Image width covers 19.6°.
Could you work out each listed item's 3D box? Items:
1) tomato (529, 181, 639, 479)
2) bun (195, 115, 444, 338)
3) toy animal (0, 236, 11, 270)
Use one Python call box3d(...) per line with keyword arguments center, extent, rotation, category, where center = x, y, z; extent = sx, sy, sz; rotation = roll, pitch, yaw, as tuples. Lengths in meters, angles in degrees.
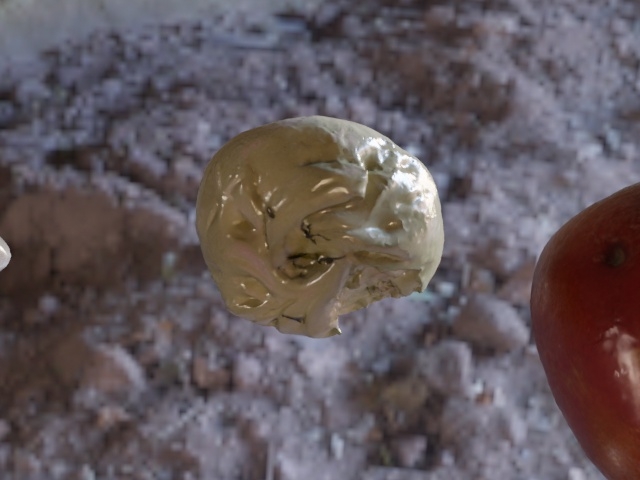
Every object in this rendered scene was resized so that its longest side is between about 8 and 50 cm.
box3d(center=(0.341, 0.060, 1.519), extent=(0.338, 0.144, 0.338), rotation=(-3, 68, 6), category="tomato")
box3d(center=(0.000, 0.000, 1.631), extent=(0.237, 0.210, 0.116), rotation=(20, 34, -22), category="bun")
box3d(center=(-0.447, -0.068, 1.800), extent=(0.188, 0.308, 0.266), rotation=(-33, 8, 2), category="toy animal")
